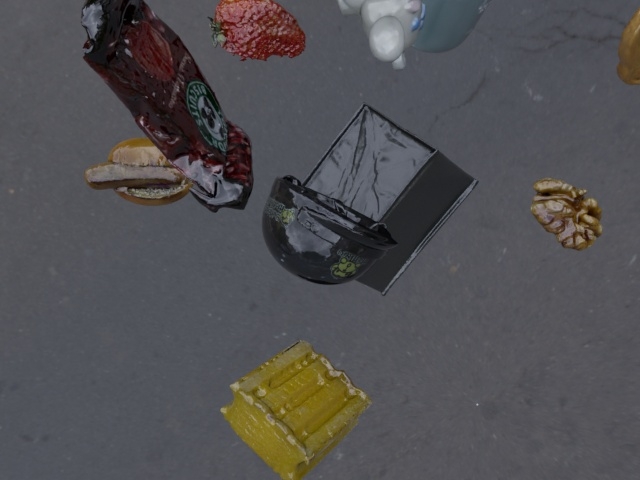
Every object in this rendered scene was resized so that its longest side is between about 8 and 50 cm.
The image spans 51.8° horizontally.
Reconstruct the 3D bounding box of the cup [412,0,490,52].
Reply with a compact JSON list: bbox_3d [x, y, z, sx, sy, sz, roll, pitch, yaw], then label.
[{"bbox_3d":[0.334,-0.713,1.799,0.260,0.274,0.356,16,59,-5],"label":"cup"}]

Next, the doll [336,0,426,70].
[{"bbox_3d":[0.082,-0.378,0.975,0.160,0.242,0.311,9,39,4],"label":"doll"}]

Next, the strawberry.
[{"bbox_3d":[-0.150,-0.536,1.614,0.236,0.106,0.175,-16,74,-22],"label":"strawberry"}]

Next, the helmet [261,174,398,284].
[{"bbox_3d":[0.000,0.000,1.197,0.160,0.231,0.279,-60,37,10],"label":"helmet"}]

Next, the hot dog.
[{"bbox_3d":[-0.234,-0.090,0.862,0.140,0.060,0.089,11,102,7],"label":"hot dog"}]

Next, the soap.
[{"bbox_3d":[-0.063,0.457,1.817,0.293,0.335,0.156,35,124,19],"label":"soap"}]

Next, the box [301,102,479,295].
[{"bbox_3d":[0.127,-0.094,1.489,0.345,0.204,0.251,-53,50,8],"label":"box"}]

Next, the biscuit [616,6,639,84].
[{"bbox_3d":[0.840,-0.497,1.503,0.351,0.312,0.057,-10,50,-26],"label":"biscuit"}]

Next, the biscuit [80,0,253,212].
[{"bbox_3d":[-0.135,-0.138,0.607,0.063,0.235,0.151,-20,39,21],"label":"biscuit"}]

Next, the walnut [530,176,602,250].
[{"bbox_3d":[0.503,-0.058,1.328,0.170,0.069,0.142,25,58,-17],"label":"walnut"}]
